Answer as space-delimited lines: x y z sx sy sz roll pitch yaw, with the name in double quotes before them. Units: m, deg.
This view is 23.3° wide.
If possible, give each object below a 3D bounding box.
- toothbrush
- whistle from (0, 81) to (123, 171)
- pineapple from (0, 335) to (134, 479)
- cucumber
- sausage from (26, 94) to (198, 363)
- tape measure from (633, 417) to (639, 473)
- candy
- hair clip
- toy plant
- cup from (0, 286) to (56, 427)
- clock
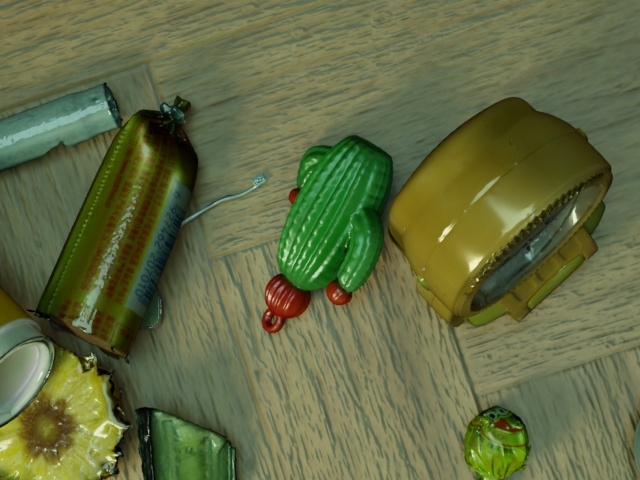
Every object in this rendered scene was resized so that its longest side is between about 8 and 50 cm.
"toothbrush" -0.122 -0.043 1.841 0.131 0.011 0.013 -29 97 1
"whistle" -0.389 -0.109 1.842 0.312 0.062 0.062 -19 84 2
"pineapple" -0.312 0.218 1.800 0.225 0.076 0.224 -2 82 12
"cucumber" -0.161 0.280 1.786 0.115 0.086 0.193 -7 89 -39
"sausage" -0.224 -0.028 1.787 0.125 0.117 0.317 25 76 -21
"tape measure" 0.383 0.301 1.737 0.164 0.084 0.330 37 88 8
"candy" 0.180 0.317 1.771 0.073 0.077 0.262 11 95 -16
"hair clip" -0.254 0.080 1.836 0.137 0.022 0.054 -2 87 2
"toy plant" 0.011 -0.004 1.777 0.155 0.088 0.240 6 80 43
"cup" -0.442 0.085 1.742 0.280 0.196 0.196 36 89 21
"clock" 0.187 -0.033 1.667 0.244 0.317 0.200 -46 77 1
